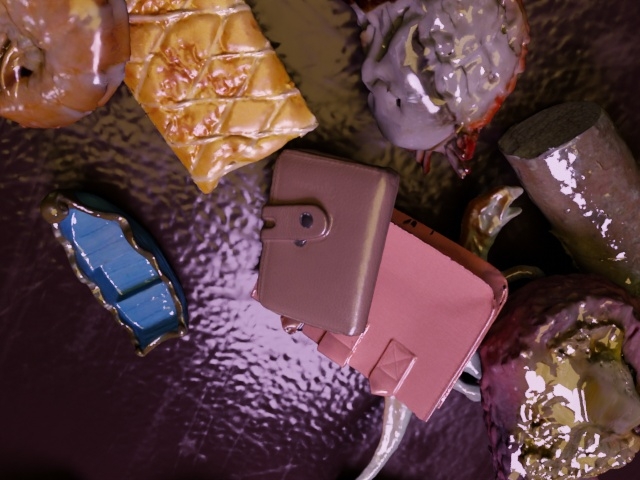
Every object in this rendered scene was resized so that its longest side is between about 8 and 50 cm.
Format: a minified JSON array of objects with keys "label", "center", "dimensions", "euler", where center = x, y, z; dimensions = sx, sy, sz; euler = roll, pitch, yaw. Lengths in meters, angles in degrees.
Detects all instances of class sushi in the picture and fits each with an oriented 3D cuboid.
[{"label":"sushi","center":[0.069,-0.210,0.459],"dimensions":[0.130,0.124,0.332],"euler":[-29,109,-5]},{"label":"sushi","center":[0.207,0.140,0.523],"dimensions":[0.161,0.107,0.241],"euler":[39,98,-9]}]

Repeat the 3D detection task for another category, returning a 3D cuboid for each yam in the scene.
[{"label":"yam","center":[0.283,-0.016,0.561],"dimensions":[0.106,0.106,0.259],"euler":[-37,110,9]}]

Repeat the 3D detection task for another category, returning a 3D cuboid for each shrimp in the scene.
[{"label":"shrimp","center":[-0.279,-0.158,0.456],"dimensions":[0.288,0.063,0.152],"euler":[-3,121,17]}]

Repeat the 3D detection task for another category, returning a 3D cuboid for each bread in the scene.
[{"label":"bread","center":[-0.100,-0.151,0.494],"dimensions":[0.126,0.068,0.188],"euler":[-29,110,7]}]

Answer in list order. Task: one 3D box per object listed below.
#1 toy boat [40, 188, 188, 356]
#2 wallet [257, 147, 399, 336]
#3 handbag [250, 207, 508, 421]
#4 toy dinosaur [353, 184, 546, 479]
[{"label":"toy boat","center":[-0.196,0.028,0.550],"dimensions":[0.075,0.077,0.185],"euler":[-24,111,5]},{"label":"wallet","center":[0.000,0.000,0.504],"dimensions":[0.118,0.039,0.152],"euler":[15,105,23]},{"label":"handbag","center":[0.048,0.050,0.540],"dimensions":[0.213,0.059,0.157],"euler":[32,111,19]},{"label":"toy dinosaur","center":[0.124,0.135,0.611],"dimensions":[0.206,0.092,0.393],"euler":[35,108,-17]}]
